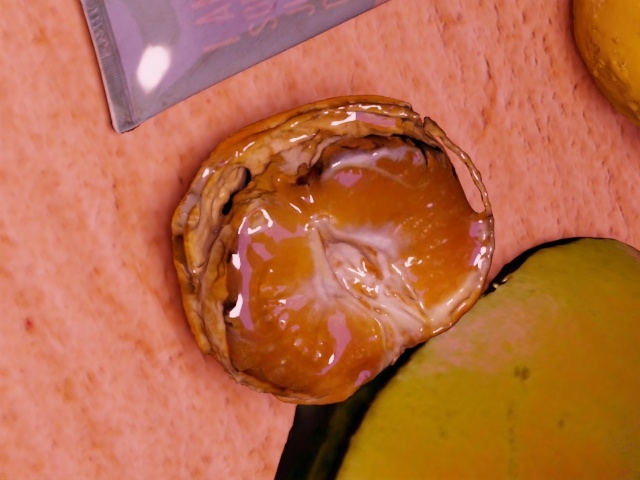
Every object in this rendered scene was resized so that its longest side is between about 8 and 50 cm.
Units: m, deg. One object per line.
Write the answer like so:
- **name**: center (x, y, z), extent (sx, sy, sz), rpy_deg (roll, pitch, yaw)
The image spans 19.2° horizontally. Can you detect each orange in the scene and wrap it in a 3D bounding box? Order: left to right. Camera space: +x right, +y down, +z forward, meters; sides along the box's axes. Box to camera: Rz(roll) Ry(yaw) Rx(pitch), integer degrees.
- **orange**: center (0.000, 0.000, 0.963), extent (0.170, 0.112, 0.160), rpy_deg (12, 100, -17)

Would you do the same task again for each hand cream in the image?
- **hand cream**: center (0.012, -0.162, 0.982), extent (0.312, 0.070, 0.111), rpy_deg (-28, 115, -30)

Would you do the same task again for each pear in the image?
- **pear**: center (0.170, 0.195, 1.092), extent (0.399, 0.165, 0.399), rpy_deg (-6, 99, -39)

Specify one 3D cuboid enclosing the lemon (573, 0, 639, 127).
- **lemon**: center (0.236, -0.147, 1.094), extent (0.173, 0.173, 0.206), rpy_deg (5, 132, -40)
